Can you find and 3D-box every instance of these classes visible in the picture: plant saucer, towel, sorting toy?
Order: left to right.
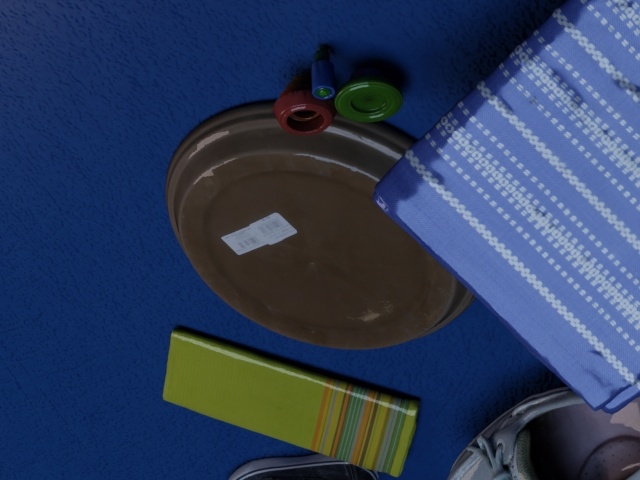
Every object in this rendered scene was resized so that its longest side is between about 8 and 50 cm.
[{"bbox_3d":[-0.028,0.146,1.754,0.237,0.021,0.102,17,134,5],"label":"towel"},{"bbox_3d":[0.000,0.000,1.563,0.277,0.041,0.278,12,140,11],"label":"plant saucer"},{"bbox_3d":[0.010,-0.116,1.435,0.102,0.042,0.061,-13,147,18],"label":"sorting toy"},{"bbox_3d":[0.227,-0.057,1.298,0.243,0.040,0.336,43,114,-7],"label":"towel"}]

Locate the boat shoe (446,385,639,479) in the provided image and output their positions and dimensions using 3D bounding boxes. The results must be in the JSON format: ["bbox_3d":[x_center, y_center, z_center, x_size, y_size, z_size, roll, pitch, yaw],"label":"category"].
[{"bbox_3d":[0.212,0.176,1.583,0.320,0.103,0.118,-26,78,41],"label":"boat shoe"}]

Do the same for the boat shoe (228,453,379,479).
[{"bbox_3d":[-0.030,0.254,1.823,0.183,0.083,0.065,-18,127,37],"label":"boat shoe"}]
